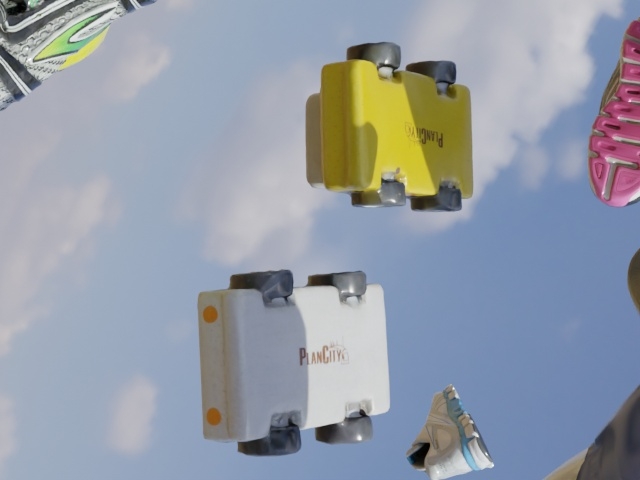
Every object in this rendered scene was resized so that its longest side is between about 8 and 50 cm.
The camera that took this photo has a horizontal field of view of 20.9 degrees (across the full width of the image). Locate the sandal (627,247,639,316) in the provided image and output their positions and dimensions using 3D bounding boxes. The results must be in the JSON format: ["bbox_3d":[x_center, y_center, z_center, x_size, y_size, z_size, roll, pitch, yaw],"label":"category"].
[{"bbox_3d":[0.199,0.040,0.880,0.072,0.049,0.180,-29,-147,3],"label":"sandal"}]

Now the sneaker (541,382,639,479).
[{"bbox_3d":[0.152,0.163,0.703,0.182,0.315,0.127,-31,-137,28],"label":"sneaker"}]

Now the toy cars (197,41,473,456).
[{"bbox_3d":[0.000,0.000,1.062,0.087,0.176,0.394,-3,-141,26],"label":"toy cars"}]

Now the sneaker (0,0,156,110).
[{"bbox_3d":[-0.156,-0.136,0.830,0.146,0.134,0.343,-33,-169,29],"label":"sneaker"}]

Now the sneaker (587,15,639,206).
[{"bbox_3d":[0.235,-0.084,1.287,0.075,0.063,0.170,88,17,-55],"label":"sneaker"}]

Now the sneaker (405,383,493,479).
[{"bbox_3d":[0.128,0.212,1.884,0.083,0.071,0.191,-26,-172,1],"label":"sneaker"}]
